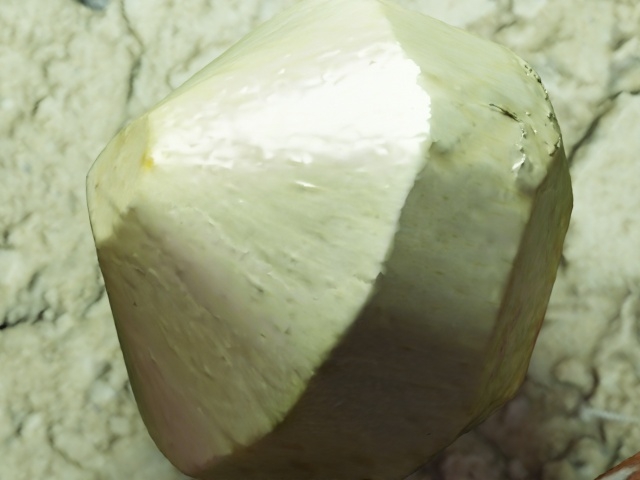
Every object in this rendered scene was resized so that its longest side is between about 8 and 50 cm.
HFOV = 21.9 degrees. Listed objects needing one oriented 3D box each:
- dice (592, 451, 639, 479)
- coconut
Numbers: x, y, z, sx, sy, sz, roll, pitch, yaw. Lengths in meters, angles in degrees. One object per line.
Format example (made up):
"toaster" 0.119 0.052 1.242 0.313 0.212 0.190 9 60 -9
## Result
"dice" 0.220 0.184 0.848 0.174 0.179 0.175 -28 90 -5
"coconut" 0.000 0.000 0.814 0.259 0.259 0.259 0 84 -2
